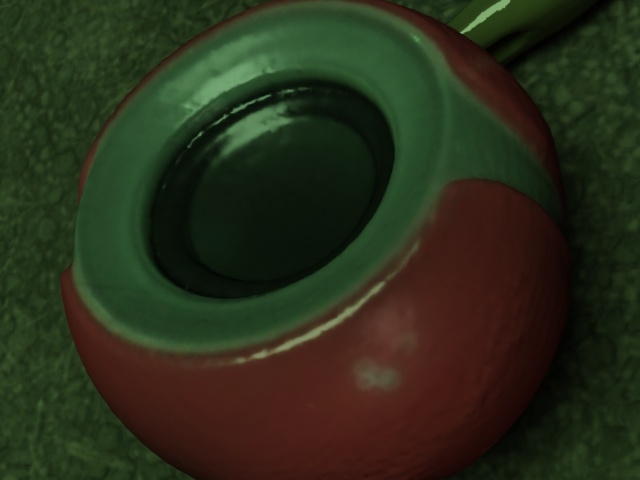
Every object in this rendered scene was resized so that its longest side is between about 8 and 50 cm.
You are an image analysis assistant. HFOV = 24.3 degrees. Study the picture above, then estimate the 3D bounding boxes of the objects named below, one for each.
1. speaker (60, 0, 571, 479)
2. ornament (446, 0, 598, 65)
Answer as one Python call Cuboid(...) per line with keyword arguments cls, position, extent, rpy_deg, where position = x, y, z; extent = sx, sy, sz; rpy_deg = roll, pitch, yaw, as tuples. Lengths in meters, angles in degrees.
Cuboid(cls="speaker", position=(0.000, 0.000, 0.855), extent=(0.294, 0.294, 0.294), rpy_deg=(-10, 70, 27))
Cuboid(cls="ornament", position=(0.122, -0.240, 0.984), extent=(0.245, 0.061, 0.230), rpy_deg=(-35, 58, 17))
